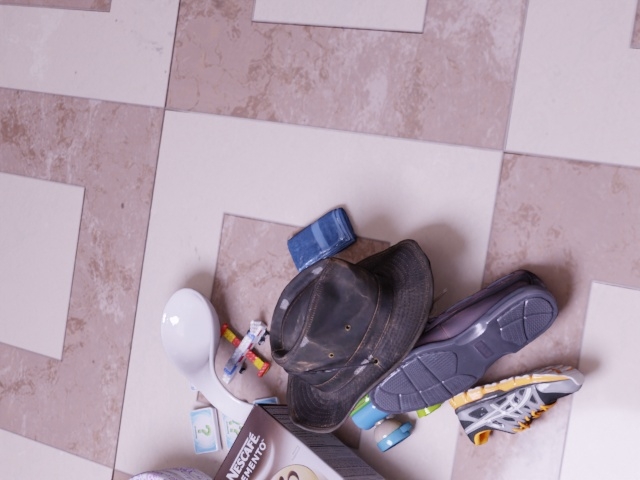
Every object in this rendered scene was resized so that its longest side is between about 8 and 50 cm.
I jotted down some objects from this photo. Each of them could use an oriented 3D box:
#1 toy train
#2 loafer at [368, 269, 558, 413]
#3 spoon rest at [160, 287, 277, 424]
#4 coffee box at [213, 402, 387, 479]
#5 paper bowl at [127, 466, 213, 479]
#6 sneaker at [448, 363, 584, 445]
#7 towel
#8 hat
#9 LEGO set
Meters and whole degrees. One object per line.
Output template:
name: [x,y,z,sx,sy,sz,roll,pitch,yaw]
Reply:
toy train: [0.139,0.203,1.722,0.248,0.105,0.143,-41,79,24]
loafer: [0.200,0.146,1.654,0.302,0.109,0.095,-32,30,9]
spoon rest: [-0.184,0.194,1.881,0.276,0.084,0.137,48,119,28]
coffee box: [-0.009,0.399,1.743,0.297,0.119,0.168,35,103,34]
paper bowl: [-0.223,0.518,1.882,0.284,0.148,0.284,-3,86,48]
sneaker: [0.288,0.234,1.637,0.214,0.084,0.083,-25,77,39]
towel: [0.000,0.000,1.852,0.119,0.029,0.067,-34,71,27]
hat: [0.011,0.112,1.692,0.331,0.134,0.331,-43,26,27]
LEGO set: [-0.162,0.233,1.932,0.182,0.060,0.244,-13,81,27]
